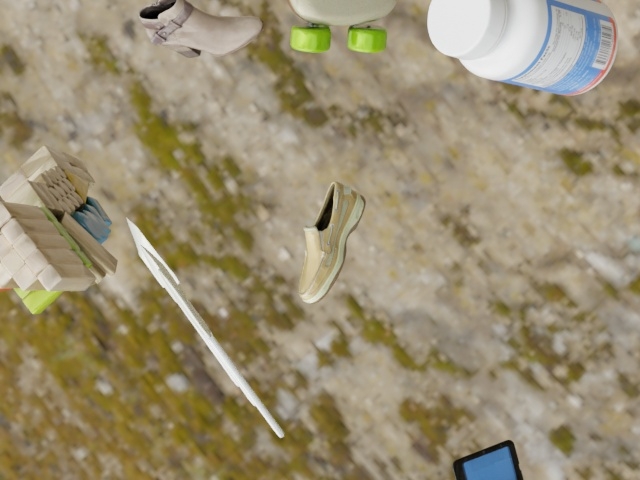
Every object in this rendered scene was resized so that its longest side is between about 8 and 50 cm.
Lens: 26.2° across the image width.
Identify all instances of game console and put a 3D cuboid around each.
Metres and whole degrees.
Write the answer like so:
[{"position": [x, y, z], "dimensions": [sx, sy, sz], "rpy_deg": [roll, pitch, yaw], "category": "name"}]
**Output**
[{"position": [0.256, 0.346, 1.915], "dimensions": [0.107, 0.122, 0.071], "rpy_deg": [33, 126, 44], "category": "game console"}]

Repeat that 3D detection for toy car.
[{"position": [0.006, -0.337, 1.779], "dimensions": [0.188, 0.148, 0.155], "rpy_deg": [-137, 48, -62], "category": "toy car"}]

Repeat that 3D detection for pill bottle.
[{"position": [0.228, -0.239, 1.562], "dimensions": [0.124, 0.221, 0.124], "rpy_deg": [-7, 81, 47], "category": "pill bottle"}]

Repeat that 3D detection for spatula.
[{"position": [-0.118, 0.090, 1.408], "dimensions": [0.242, 0.019, 0.168], "rpy_deg": [57, 170, -31], "category": "spatula"}]

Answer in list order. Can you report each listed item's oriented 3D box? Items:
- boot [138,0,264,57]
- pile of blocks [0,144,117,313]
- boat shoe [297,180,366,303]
[{"position": [-0.132, -0.233, 1.467], "dimensions": [0.118, 0.042, 0.087], "rpy_deg": [-17, 147, 24], "category": "boot"}, {"position": [-0.318, 0.006, 1.553], "dimensions": [0.149, 0.112, 0.362], "rpy_deg": [46, -169, -13], "category": "pile of blocks"}, {"position": [0.000, 0.000, 2.070], "dimensions": [0.072, 0.190, 0.068], "rpy_deg": [33, 158, -34], "category": "boat shoe"}]
